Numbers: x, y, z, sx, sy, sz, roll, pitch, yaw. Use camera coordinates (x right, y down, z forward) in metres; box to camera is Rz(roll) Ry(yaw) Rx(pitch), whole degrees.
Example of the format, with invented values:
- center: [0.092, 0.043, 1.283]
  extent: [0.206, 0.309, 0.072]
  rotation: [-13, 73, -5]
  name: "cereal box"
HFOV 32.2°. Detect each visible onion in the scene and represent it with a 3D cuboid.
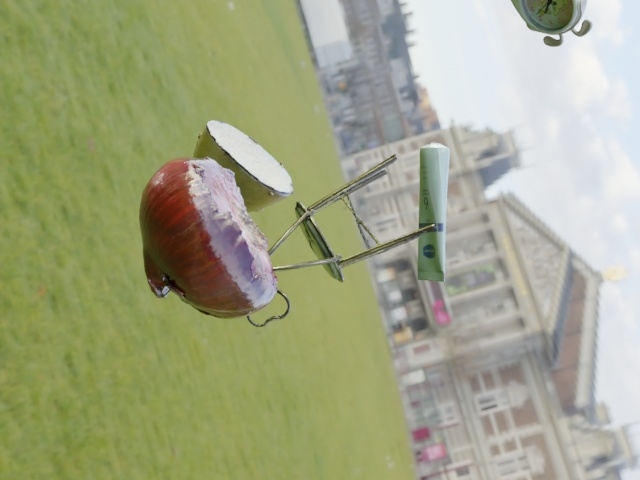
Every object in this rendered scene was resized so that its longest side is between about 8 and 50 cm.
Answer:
- center: [-0.152, -0.003, 1.474]
  extent: [0.248, 0.161, 0.248]
  rotation: [-11, 90, -85]
  name: "onion"

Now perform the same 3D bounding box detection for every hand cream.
- center: [0.263, -0.066, 2.574]
  extent: [0.109, 0.067, 0.320]
  rotation: [1, -89, 61]
  name: "hand cream"

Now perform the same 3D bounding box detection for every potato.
- center: [-0.153, -0.112, 1.993]
  extent: [0.202, 0.117, 0.182]
  rotation: [44, 15, 12]
  name: "potato"

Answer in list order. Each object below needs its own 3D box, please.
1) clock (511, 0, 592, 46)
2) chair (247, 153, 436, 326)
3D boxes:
- center: [0.480, -0.499, 2.302]
  extent: [0.062, 0.151, 0.191]
  rotation: [-42, 107, -41]
  name: "clock"
- center: [0.000, 0.000, 1.741]
  extent: [0.160, 0.326, 0.170]
  rotation: [61, -7, 3]
  name: "chair"
